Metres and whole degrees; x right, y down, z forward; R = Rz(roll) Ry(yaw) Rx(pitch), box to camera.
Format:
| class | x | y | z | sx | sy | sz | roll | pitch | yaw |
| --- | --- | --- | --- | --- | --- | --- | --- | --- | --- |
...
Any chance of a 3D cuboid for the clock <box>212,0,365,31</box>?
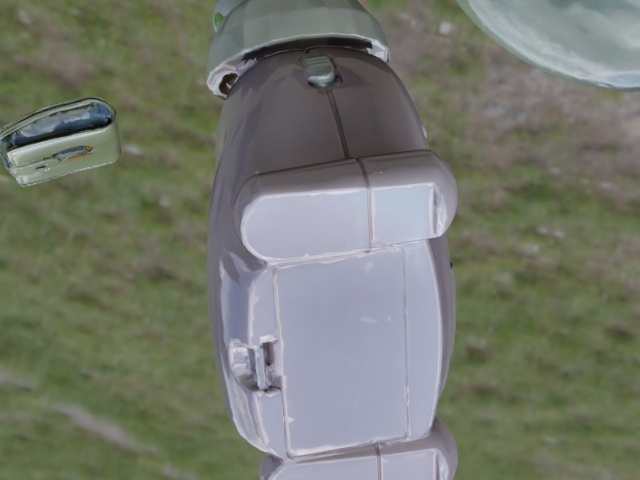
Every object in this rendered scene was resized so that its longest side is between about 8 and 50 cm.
| class | x | y | z | sx | sy | sz | roll | pitch | yaw |
| --- | --- | --- | --- | --- | --- | --- | --- | --- | --- |
| clock | -0.021 | -0.255 | 1.480 | 0.092 | 0.166 | 0.162 | 40 | -157 | 19 |

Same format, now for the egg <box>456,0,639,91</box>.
| class | x | y | z | sx | sy | sz | roll | pitch | yaw |
| --- | --- | --- | --- | --- | --- | --- | --- | --- | --- |
| egg | 0.276 | -0.291 | 1.531 | 0.352 | 0.258 | 0.258 | 23 | 165 | 14 |

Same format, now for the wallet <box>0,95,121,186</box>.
| class | x | y | z | sx | sy | sz | roll | pitch | yaw |
| --- | --- | --- | --- | --- | --- | --- | --- | --- | --- |
| wallet | -0.240 | -0.092 | 1.395 | 0.110 | 0.039 | 0.155 | -17 | 173 | -8 |

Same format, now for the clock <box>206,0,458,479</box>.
| class | x | y | z | sx | sy | sz | roll | pitch | yaw |
| --- | --- | --- | --- | --- | --- | --- | --- | --- | --- |
| clock | 0.000 | 0.000 | 1.166 | 0.184 | 0.326 | 0.342 | -1 | 122 | -6 |
